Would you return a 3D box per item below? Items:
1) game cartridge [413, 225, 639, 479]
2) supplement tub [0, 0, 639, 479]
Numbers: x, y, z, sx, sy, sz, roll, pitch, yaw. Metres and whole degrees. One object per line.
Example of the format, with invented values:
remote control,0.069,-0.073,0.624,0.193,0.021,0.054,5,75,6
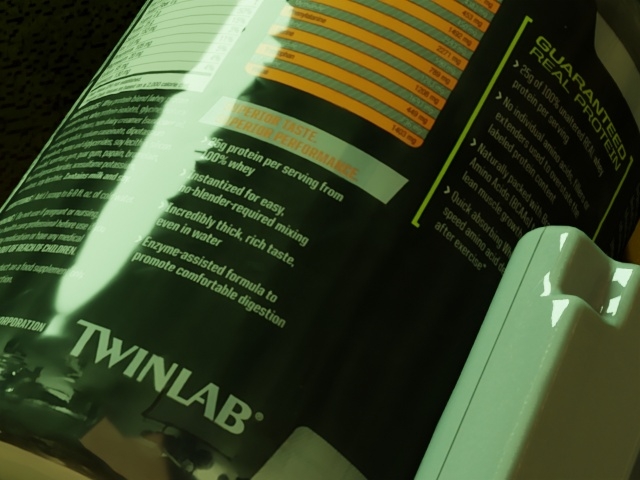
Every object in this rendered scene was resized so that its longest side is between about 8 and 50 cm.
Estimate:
game cartridge,0.125,0.158,0.633,0.062,0.297,0.198,1,55,51
supplement tub,0.000,0.000,0.714,0.207,0.207,0.338,23,58,14
